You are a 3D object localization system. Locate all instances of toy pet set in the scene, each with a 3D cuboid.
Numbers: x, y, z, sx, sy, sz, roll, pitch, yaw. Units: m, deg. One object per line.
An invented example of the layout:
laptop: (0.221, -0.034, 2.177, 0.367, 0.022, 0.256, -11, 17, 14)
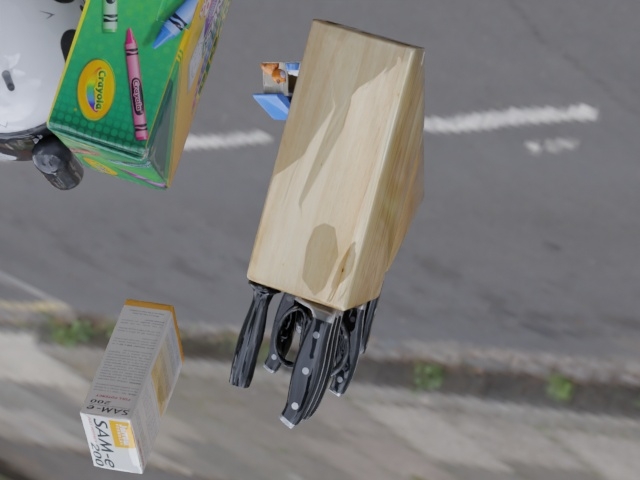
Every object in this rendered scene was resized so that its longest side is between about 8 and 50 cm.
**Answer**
toy pet set: (-0.022, -0.161, 1.724, 0.122, 0.065, 0.114, -8, -171, -41)

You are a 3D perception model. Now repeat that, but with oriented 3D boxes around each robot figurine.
robot figurine: (-0.288, -0.170, 1.519, 0.209, 0.173, 0.278, 29, 173, 1)

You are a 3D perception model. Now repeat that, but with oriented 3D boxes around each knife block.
knife block: (0.000, 0.000, 1.255, 0.088, 0.242, 0.275, 17, 146, 15)

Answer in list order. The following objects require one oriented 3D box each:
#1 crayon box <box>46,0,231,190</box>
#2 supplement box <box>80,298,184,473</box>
crayon box: (-0.118, -0.189, 1.217, 0.081, 0.278, 0.165, 17, 174, 2)
supplement box: (-0.124, 0.096, 1.062, 0.036, 0.098, 0.062, 8, 138, 11)
